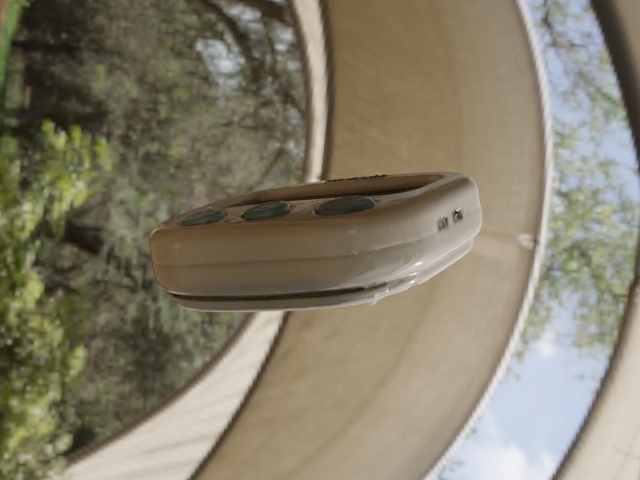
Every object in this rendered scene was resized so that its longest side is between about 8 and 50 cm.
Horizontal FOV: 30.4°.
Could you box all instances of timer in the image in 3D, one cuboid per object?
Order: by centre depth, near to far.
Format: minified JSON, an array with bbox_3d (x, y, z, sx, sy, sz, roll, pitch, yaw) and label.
[{"bbox_3d":[0.000,0.000,1.016,0.237,0.262,0.087,-22,106,-60],"label":"timer"}]
